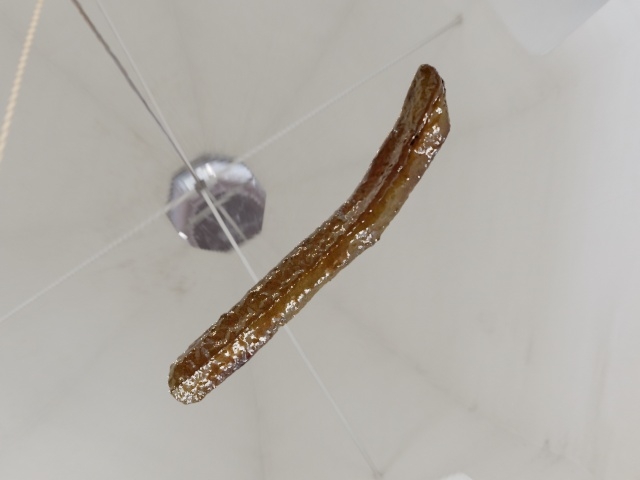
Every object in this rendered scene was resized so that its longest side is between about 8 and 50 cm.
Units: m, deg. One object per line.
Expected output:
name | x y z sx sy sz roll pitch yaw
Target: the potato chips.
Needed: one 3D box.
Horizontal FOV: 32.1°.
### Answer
potato chips | 0.000 0.000 0.537 0.204 0.026 0.037 -49 -56 -10
